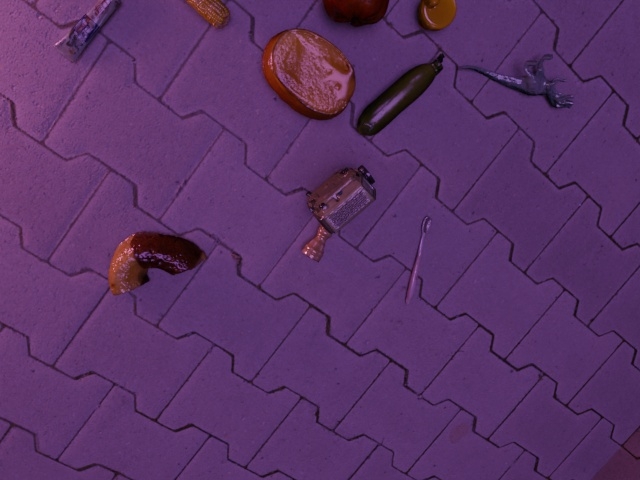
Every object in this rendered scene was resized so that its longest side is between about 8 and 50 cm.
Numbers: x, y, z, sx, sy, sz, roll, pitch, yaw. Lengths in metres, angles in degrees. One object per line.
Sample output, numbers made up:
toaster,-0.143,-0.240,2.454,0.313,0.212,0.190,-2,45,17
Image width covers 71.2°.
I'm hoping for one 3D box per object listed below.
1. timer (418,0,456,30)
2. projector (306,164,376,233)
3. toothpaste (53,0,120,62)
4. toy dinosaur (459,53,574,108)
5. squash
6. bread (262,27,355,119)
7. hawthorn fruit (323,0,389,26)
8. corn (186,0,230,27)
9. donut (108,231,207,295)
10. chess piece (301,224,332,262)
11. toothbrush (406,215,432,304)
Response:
timer,0.325,-0.641,1.237,0.107,0.109,0.107,-2,105,-9
projector,0.057,-0.128,1.245,0.193,0.269,0.088,-40,107,2
toothpaste,-0.586,-0.559,1.146,0.233,0.038,0.060,-45,105,7
toy dinosaur,0.613,-0.509,1.336,0.382,0.076,0.129,21,125,-7
squash,0.237,-0.424,1.296,0.331,0.087,0.087,-40,107,1
bread,-0.030,-0.449,1.212,0.269,0.142,0.195,34,95,-18
hawthorn fruit,0.101,-0.669,1.160,0.185,0.185,0.202,10,99,-12
corn,-0.309,-0.624,1.151,0.165,0.085,0.063,40,112,-13
donut,-0.494,0.055,1.285,0.294,0.112,0.151,-20,109,-5
chess piece,0.000,0.000,1.382,0.066,0.066,0.122,32,92,-16
toothbrush,0.322,0.072,1.468,0.025,0.029,0.307,6,104,-19
